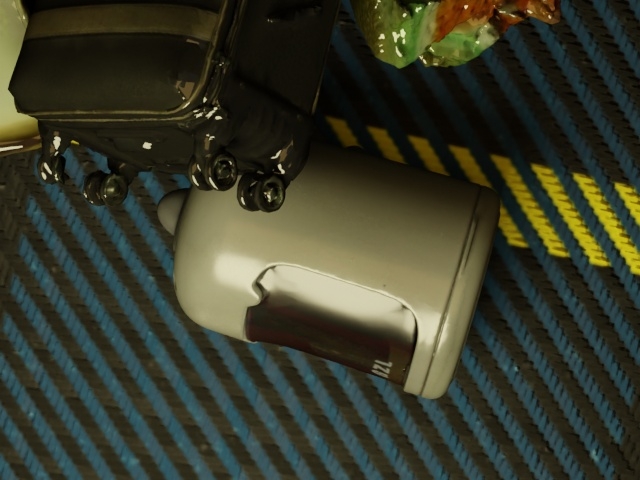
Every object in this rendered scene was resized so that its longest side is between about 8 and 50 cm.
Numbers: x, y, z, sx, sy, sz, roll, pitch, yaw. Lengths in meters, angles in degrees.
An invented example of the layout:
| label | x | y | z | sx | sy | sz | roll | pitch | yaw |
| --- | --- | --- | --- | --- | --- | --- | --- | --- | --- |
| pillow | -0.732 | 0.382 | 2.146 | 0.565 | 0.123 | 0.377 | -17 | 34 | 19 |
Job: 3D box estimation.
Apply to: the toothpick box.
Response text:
| label | x | y | z | sx | sy | sz | roll | pitch | yaw |
| --- | --- | --- | --- | --- | --- | --- | --- | --- | --- |
| toothpick box | 0.000 | 0.000 | 1.761 | 0.316 | 0.229 | 0.229 | 17 | 99 | 4 |

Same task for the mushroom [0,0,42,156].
| label | x | y | z | sx | sy | sz | roll | pitch | yaw |
| --- | --- | --- | --- | --- | --- | --- | --- | --- | --- |
| mushroom | -0.372 | -0.230 | 1.733 | 0.217 | 0.212 | 0.292 | -10 | 112 | -3 |

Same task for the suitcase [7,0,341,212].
| label | x | y | z | sx | sy | sz | roll | pitch | yaw |
| --- | --- | --- | --- | --- | --- | --- | --- | --- | --- |
| suitcase | -0.114 | -0.250 | 1.648 | 0.283 | 0.194 | 0.434 | 4 | 74 | 44 |

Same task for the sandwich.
| label | x | y | z | sx | sy | sz | roll | pitch | yaw |
| --- | --- | --- | --- | --- | --- | --- | --- | --- | --- |
| sandwich | 0.167 | -0.272 | 1.734 | 0.301 | 0.250 | 0.162 | -13 | 141 | -2 |
